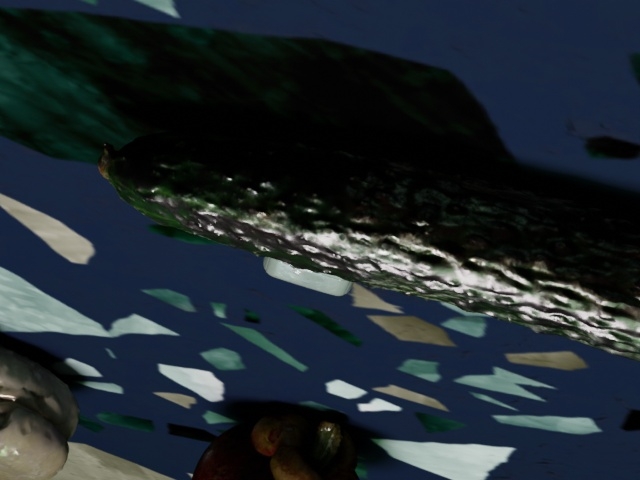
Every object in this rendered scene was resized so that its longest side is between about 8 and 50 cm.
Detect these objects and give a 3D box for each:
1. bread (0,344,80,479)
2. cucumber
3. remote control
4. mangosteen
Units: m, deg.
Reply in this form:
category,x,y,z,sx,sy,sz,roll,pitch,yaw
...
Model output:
category,x,y,z,sx,sy,sz,roll,pitch,yaw
bread,-0.337,0.088,1.337,0.337,0.102,0.183,15,159,0
cucumber,0.031,-0.007,0.888,0.293,0.068,0.067,15,159,8
remote control,0.000,0.000,0.991,0.053,0.018,0.124,15,159,-1
mangosteen,-0.022,0.175,1.326,0.140,0.140,0.140,14,159,6
